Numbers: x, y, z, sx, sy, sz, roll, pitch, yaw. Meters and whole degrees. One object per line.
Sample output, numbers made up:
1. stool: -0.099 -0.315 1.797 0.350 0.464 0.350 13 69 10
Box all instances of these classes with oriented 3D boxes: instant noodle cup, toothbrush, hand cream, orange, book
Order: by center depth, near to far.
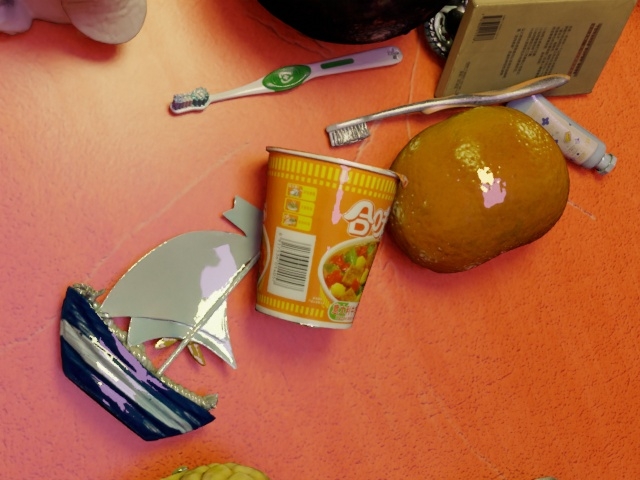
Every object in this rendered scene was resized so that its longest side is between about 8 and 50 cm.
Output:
1. instant noodle cup: 0.000 0.000 1.067 0.168 0.168 0.185 11 93 -19
2. toothbrush: -0.035 -0.194 1.124 0.304 0.030 0.030 -16 94 -22
3. orange: 0.193 -0.070 1.129 0.237 0.158 0.179 -21 77 -17
4. toothbrush: 0.161 -0.168 1.165 0.321 0.023 0.031 -16 94 -9
5. book: 0.267 -0.242 1.171 0.230 0.161 0.026 -7 52 -19
6. hand cream: 0.315 -0.140 1.232 0.170 0.043 0.065 29 120 -18

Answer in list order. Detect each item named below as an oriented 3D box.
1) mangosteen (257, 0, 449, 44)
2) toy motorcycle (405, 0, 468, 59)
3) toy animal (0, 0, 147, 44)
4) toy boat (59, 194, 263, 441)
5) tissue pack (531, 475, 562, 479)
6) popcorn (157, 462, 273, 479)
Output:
1. mangosteen: 0.026 -0.375 1.026 0.297 0.297 0.313 -21 63 -19
2. toy motorcycle: 0.208 -0.371 1.163 0.169 0.113 0.315 38 92 -11
3. toy animal: -0.270 -0.314 0.917 0.271 0.265 0.206 37 79 -17
4. toy boat: -0.150 0.070 1.056 0.220 0.067 0.291 43 73 -13
5. tissue pack: 0.272 0.359 1.090 0.185 0.257 0.081 -8 93 -21
6. popcorn: -0.107 0.355 0.993 0.251 0.206 0.237 5 70 -36
